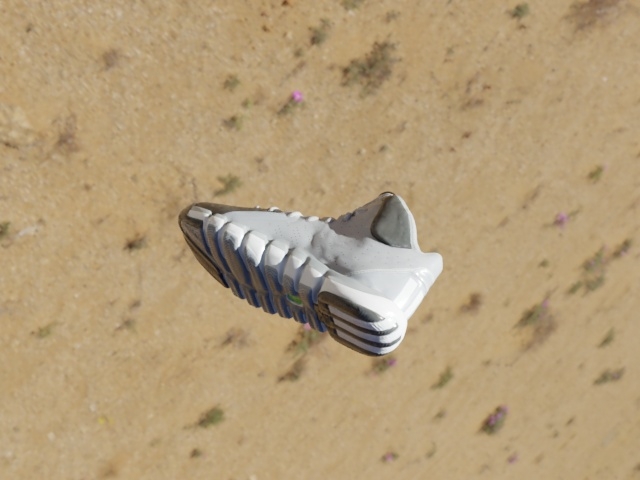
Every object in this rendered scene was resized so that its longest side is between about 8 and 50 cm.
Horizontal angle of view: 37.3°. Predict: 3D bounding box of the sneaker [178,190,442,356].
[{"bbox_3d":[0.000,0.000,0.787,0.132,0.229,0.086,-47,148,-28],"label":"sneaker"}]
